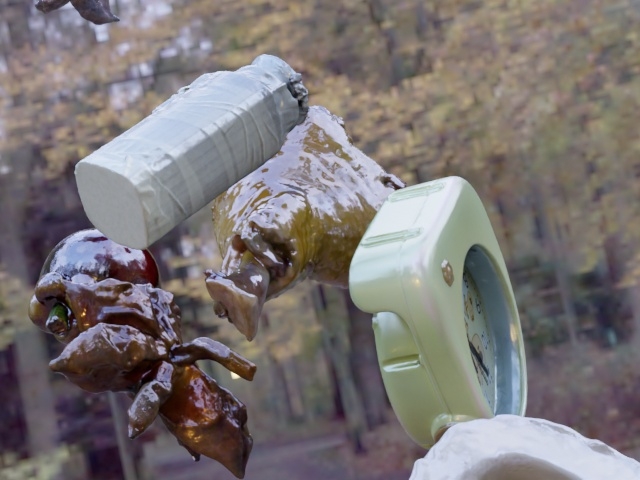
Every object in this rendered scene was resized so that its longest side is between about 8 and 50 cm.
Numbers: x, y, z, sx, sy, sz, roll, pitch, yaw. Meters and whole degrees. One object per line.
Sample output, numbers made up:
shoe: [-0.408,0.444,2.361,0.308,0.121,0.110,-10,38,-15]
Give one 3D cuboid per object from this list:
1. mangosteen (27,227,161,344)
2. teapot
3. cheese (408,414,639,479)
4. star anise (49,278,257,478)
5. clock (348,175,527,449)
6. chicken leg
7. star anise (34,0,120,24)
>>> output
mangosteen: [-0.227,0.053,1.467,0.140,0.140,0.140,-12,-5,-1]
teapot: [-0.107,-0.079,1.197,0.107,0.077,0.200,20,43,37]
cheese: [0.177,0.310,1.177,0.292,0.332,0.153,-45,-15,-35]
star anise: [-0.144,0.108,1.309,0.111,0.212,0.196,-55,17,1]
clock: [0.132,0.108,1.473,0.096,0.308,0.235,-13,19,21]
chicken leg: [0.000,0.000,1.579,0.182,0.295,0.409,-62,0,25]
star anise: [-0.367,-0.339,2.107,0.218,0.148,0.227,-40,11,36]
